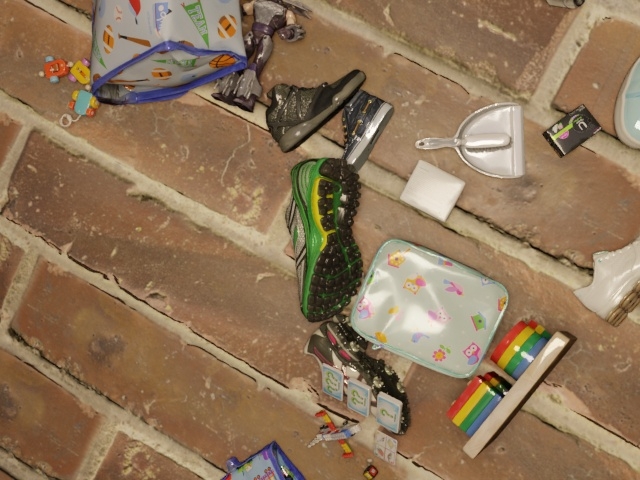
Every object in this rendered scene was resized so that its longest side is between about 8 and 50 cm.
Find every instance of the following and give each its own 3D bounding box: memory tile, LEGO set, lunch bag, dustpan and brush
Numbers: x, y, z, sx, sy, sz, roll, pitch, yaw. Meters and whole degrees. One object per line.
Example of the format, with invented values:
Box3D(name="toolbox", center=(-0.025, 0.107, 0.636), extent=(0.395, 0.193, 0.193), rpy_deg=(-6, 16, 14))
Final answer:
Box3D(name="memory tile", center=(0.585, 0.100, 1.158), extent=(0.012, 0.113, 0.148), rpy_deg=(44, 102, 33))
Box3D(name="LEGO set", center=(0.065, 0.379, 1.247), extent=(0.182, 0.060, 0.244), rpy_deg=(22, 129, 28))
Box3D(name="lunch bag", center=(0.202, 0.133, 1.230), extent=(0.279, 0.108, 0.224), rpy_deg=(24, 94, 7))
Box3D(name="lunch bag", center=(-0.120, 0.590, 1.320), extent=(0.221, 0.138, 0.293), rpy_deg=(-40, 75, 13))
Box3D(name="dustpan and brush", center=(0.293, -0.192, 1.228), extent=(0.211, 0.060, 0.148), rpy_deg=(-2, 92, 11))
Box3D(name="lunch bag", center=(-0.334, -0.463, 1.245), extent=(0.385, 0.238, 0.328), rpy_deg=(-7, 86, 42))

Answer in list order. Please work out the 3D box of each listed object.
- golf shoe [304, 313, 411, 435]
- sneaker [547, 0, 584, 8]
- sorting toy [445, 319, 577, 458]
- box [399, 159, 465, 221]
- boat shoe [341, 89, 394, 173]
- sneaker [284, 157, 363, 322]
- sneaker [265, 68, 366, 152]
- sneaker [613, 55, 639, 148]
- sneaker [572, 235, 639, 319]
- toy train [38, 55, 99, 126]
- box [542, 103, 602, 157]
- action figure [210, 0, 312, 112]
Box3D(name="golf shoe", center=(0.080, 0.284, 1.285), extent=(0.120, 0.105, 0.273), rpy_deg=(-40, 80, 28))
Box3D(name="sneaker", center=(0.502, -0.524, 1.159), extent=(0.226, 0.086, 0.164), rpy_deg=(-13, 88, 12))
Box3D(name="sorting toy", center=(0.345, 0.251, 1.147), extent=(0.089, 0.257, 0.256), rpy_deg=(40, 99, 25))
Box3D(name="box", center=(0.219, -0.095, 1.226), extent=(0.101, 0.101, 0.087), rpy_deg=(29, 97, 9))
Box3D(name="boat shoe", center=(0.068, -0.213, 1.278), extent=(0.083, 0.065, 0.183), rpy_deg=(34, 96, 17))
Box3D(name="sneaker", center=(0.000, 0.000, 1.280), extent=(0.146, 0.134, 0.344), rpy_deg=(18, 109, 51))
Box3D(name="sneaker", center=(-0.022, -0.295, 1.275), extent=(0.227, 0.087, 0.130), rpy_deg=(-36, 91, 16))
Box3D(name="sneaker", center=(0.653, -0.334, 1.105), extent=(0.135, 0.150, 0.366), rpy_deg=(31, 98, 10))
Box3D(name="sneaker", center=(0.564, 0.040, 1.180), extent=(0.094, 0.080, 0.212), rpy_deg=(38, 100, 20))
Box3D(name="toy train", center=(-0.552, -0.339, 1.405), extent=(0.125, 0.046, 0.166), rpy_deg=(-19, 85, 13))
Box3D(name="box", center=(0.477, -0.207, 1.195), extent=(0.083, 0.052, 0.062), rpy_deg=(-37, 84, 9))
Box3D(name="action figure", center=(-0.126, -0.410, 1.287), extent=(0.185, 0.099, 0.285), rpy_deg=(22, 92, 25))
